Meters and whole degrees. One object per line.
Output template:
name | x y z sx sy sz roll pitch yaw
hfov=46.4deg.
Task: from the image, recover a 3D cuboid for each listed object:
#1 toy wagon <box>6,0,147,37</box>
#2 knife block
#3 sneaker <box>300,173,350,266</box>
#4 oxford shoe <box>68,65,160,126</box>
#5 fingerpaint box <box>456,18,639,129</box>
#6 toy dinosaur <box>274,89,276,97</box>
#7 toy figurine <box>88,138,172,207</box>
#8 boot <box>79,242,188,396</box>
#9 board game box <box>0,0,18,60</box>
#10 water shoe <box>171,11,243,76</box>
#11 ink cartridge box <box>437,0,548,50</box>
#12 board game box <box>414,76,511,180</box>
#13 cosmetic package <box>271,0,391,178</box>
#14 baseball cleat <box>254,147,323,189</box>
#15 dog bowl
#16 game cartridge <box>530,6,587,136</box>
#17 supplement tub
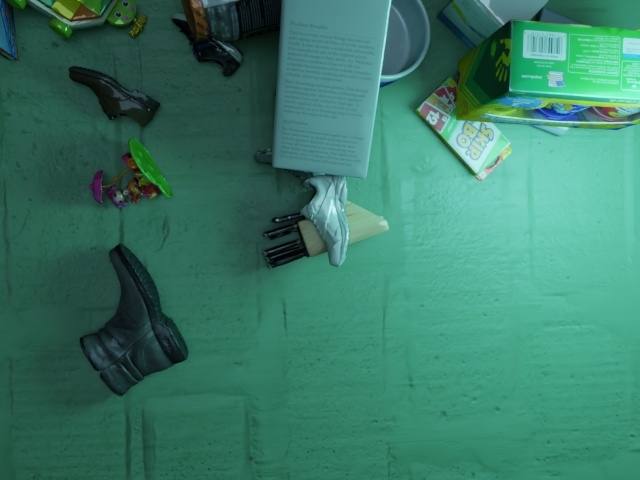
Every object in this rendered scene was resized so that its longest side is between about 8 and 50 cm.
toy wagon | -0.568 -0.614 1.772 0.344 0.068 0.267 32 78 -14
knife block | 0.000 0.000 1.872 0.276 0.088 0.242 26 89 -7
sneaker | 0.011 -0.050 1.791 0.115 0.090 0.232 -3 82 0
oxford shoe | -0.512 -0.346 1.805 0.227 0.083 0.096 28 93 -6
fingerpaint box | 0.583 -0.367 1.735 0.445 0.371 0.163 2 90 -8
toy dinosaur | -0.046 -0.340 1.872 0.118 0.064 0.268 -22 97 -12
toy figurine | -0.475 -0.136 1.817 0.159 0.130 0.173 -30 120 8
boot | -0.490 0.196 1.811 0.223 0.118 0.338 -26 90 0
board game box | -0.752 -0.574 1.737 0.027 0.145 0.281 -6 92 -4
water shoe | -0.289 -0.480 1.831 0.203 0.073 0.080 33 92 -5
ink cartridge box | 0.428 -0.584 1.831 0.168 0.233 0.171 42 87 -6
board game box | 0.376 -0.286 1.936 0.124 0.039 0.259 -44 99 -3
cosmetic package | 0.023 -0.383 1.677 0.230 0.161 0.453 8 123 2
baseball cleat | -0.063 -0.179 1.868 0.206 0.072 0.109 0 105 1
dog bowl | 0.130 -0.512 1.832 0.265 0.104 0.264 2 85 -20
game cartridge | 0.615 -0.435 1.949 0.198 0.062 0.297 19 89 -3
supplement tub | -0.158 -0.576 1.738 0.316 0.193 0.193 -18 94 -13
